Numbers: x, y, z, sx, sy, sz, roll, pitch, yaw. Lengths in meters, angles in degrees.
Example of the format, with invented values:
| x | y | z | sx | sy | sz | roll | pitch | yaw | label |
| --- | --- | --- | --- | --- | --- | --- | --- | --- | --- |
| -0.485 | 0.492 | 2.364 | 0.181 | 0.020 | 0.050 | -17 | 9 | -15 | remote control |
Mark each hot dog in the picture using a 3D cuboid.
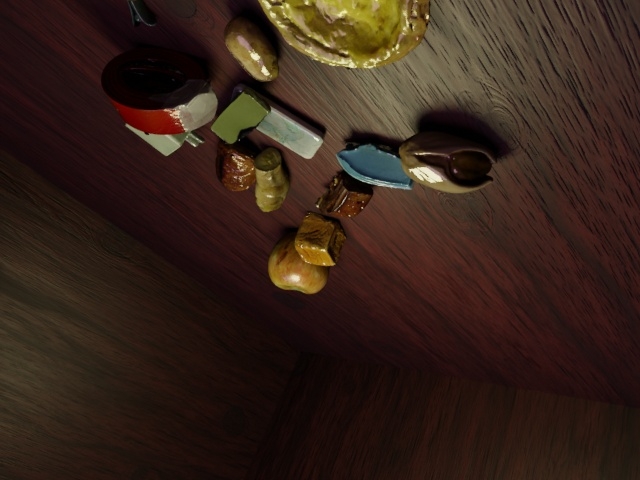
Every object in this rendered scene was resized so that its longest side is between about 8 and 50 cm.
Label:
| x | y | z | sx | sy | sz | roll | pitch | yaw | label |
| --- | --- | --- | --- | --- | --- | --- | --- | --- | --- |
| -0.286 | -0.259 | 1.632 | 0.160 | 0.099 | 0.227 | 28 | 154 | -5 | hot dog |

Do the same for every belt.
| x | y | z | sx | sy | sz | roll | pitch | yaw | label |
| --- | --- | --- | --- | --- | --- | --- | --- | --- | --- |
| -0.441 | -0.408 | 1.333 | 0.324 | 0.227 | 0.115 | 20 | 157 | 15 | belt |

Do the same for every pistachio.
| x | y | z | sx | sy | sz | roll | pitch | yaw | label |
| --- | --- | --- | --- | --- | --- | --- | --- | --- | --- |
| 0.308 | -0.192 | 1.180 | 0.238 | 0.153 | 0.137 | 16 | 114 | 14 | pistachio |

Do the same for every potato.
| x | y | z | sx | sy | sz | roll | pitch | yaw | label |
| --- | --- | --- | --- | --- | --- | --- | --- | --- | --- |
| -0.160 | -0.455 | 1.152 | 0.107 | 0.080 | 0.170 | 0 | 150 | 42 | potato |

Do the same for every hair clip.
| x | y | z | sx | sy | sz | roll | pitch | yaw | label |
| --- | --- | --- | --- | --- | --- | --- | --- | --- | --- |
| -0.483 | -0.631 | 1.172 | 0.070 | 0.039 | 0.229 | 12 | 147 | 27 | hair clip |

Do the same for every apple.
| x | y | z | sx | sy | sz | roll | pitch | yaw | label |
| --- | --- | --- | --- | --- | --- | --- | --- | --- | --- |
| -0.085 | 0.091 | 1.996 | 0.264 | 0.264 | 0.264 | 21 | 155 | 10 | apple |

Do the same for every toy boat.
| x | y | z | sx | sy | sz | roll | pitch | yaw | label |
| --- | --- | --- | --- | --- | --- | --- | --- | --- | --- |
| 0.154 | -0.210 | 1.337 | 0.238 | 0.109 | 0.098 | 19 | -171 | 14 | toy boat |

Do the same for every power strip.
| x | y | z | sx | sy | sz | roll | pitch | yaw | label |
| --- | --- | --- | --- | --- | --- | --- | --- | --- | --- |
| -0.485 | -0.368 | 1.557 | 0.224 | 0.140 | 0.139 | 40 | 150 | -27 | power strip |

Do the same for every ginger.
| x | y | z | sx | sy | sz | roll | pitch | yaw | label |
| --- | --- | --- | --- | --- | --- | --- | --- | --- | --- |
| -0.165 | -0.197 | 1.635 | 0.116 | 0.109 | 0.263 | 19 | 149 | 9 | ginger |

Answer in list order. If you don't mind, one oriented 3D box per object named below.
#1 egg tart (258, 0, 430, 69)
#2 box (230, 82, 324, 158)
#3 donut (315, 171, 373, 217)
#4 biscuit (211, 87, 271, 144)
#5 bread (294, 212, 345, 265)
| x | y | z | sx | sy | sz | roll | pitch | yaw | label |
| --- | --- | --- | --- | --- | --- | --- | --- | --- | --- |
| 0.045 | -0.466 | 0.876 | 0.345 | 0.132 | 0.345 | 21 | 155 | 11 | egg tart |
| -0.128 | -0.342 | 1.395 | 0.285 | 0.044 | 0.142 | 30 | 159 | -8 | box |
| 0.076 | -0.125 | 1.530 | 0.126 | 0.144 | 0.186 | 12 | 133 | -19 | donut |
| -0.234 | -0.351 | 1.390 | 0.099 | 0.038 | 0.322 | 40 | 158 | -19 | biscuit |
| 0.000 | 0.000 | 1.815 | 0.143 | 0.158 | 0.149 | 15 | 149 | 25 | bread |
